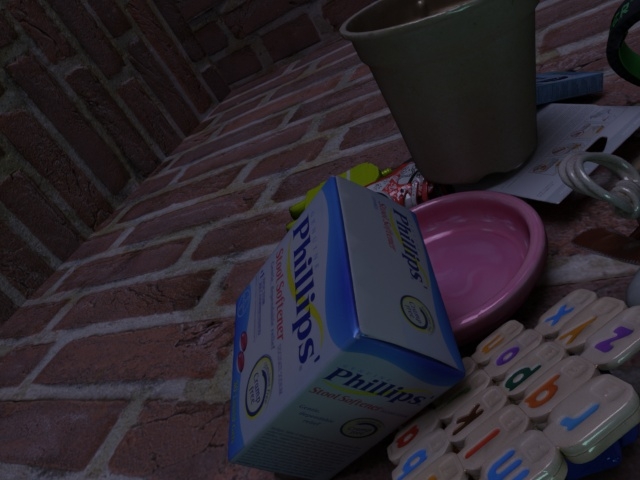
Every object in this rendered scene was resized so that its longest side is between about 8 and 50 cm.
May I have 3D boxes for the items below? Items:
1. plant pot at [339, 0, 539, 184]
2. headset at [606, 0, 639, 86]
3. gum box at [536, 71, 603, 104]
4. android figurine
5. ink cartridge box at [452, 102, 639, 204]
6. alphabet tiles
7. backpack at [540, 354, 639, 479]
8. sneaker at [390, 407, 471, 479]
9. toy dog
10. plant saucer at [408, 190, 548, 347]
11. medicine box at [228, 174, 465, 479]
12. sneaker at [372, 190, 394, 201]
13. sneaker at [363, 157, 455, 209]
[{"bbox_3d":[0.241,-0.280,0.917,0.333,0.306,0.334,-18,30,11],"label":"plant pot"},{"bbox_3d":[0.656,-0.322,0.790,0.393,0.243,0.185,15,77,19],"label":"headset"},{"bbox_3d":[0.458,-0.318,1.103,0.184,0.041,0.157,-13,21,-11],"label":"gum box"},{"bbox_3d":[0.047,-0.094,1.239,0.272,0.056,0.248,-25,29,16],"label":"android figurine"},{"bbox_3d":[0.414,-0.146,0.937,0.275,0.060,0.239,-40,30,-14],"label":"ink cartridge box"},{"bbox_3d":[0.181,0.151,0.507,0.278,0.021,0.284,-40,0,3],"label":"alphabet tiles"},{"bbox_3d":[0.264,0.171,0.557,0.101,0.098,0.120,-23,17,11],"label":"backpack"},{"bbox_3d":[0.127,0.236,0.648,0.067,0.064,0.175,-19,30,-17],"label":"sneaker"},{"bbox_3d":[0.389,0.004,0.609,0.333,0.161,0.220,-16,59,-31],"label":"toy dog"},{"bbox_3d":[0.190,0.053,0.829,0.332,0.084,0.332,-25,29,14],"label":"plant saucer"},{"bbox_3d":[0.010,0.116,0.680,0.289,0.149,0.264,-52,29,34],"label":"medicine box"},{"bbox_3d":[0.000,-0.001,1.002,0.295,0.105,0.147,-36,-11,18],"label":"sneaker"},{"bbox_3d":[0.158,-0.078,1.060,0.270,0.090,0.145,-37,26,-13],"label":"sneaker"}]
